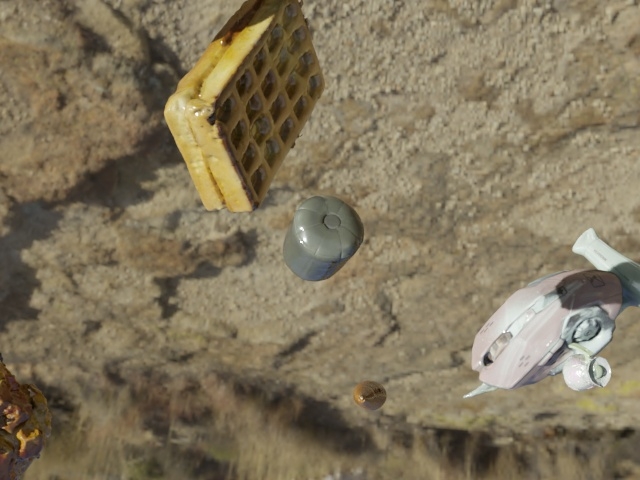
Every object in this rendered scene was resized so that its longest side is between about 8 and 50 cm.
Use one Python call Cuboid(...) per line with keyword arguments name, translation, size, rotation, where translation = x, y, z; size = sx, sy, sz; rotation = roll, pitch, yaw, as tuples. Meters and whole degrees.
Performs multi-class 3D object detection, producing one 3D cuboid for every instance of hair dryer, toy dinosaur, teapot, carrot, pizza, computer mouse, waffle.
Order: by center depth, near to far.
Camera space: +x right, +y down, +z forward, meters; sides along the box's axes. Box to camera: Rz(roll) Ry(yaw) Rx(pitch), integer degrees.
Cuboid(name="carrot", translation=(0.068, 0.229, 1.341), size=(0.048, 0.048, 0.216), rotation=(3, 171, 9))
Cuboid(name="waffle", translation=(-0.105, -0.222, 1.412), size=(0.098, 0.327, 0.224), rotation=(6, 138, 25))
Cuboid(name="teapot", translation=(0.449, 0.213, 1.533), size=(0.064, 0.083, 0.064), rotation=(-18, 179, -27))
Cuboid(name="pizza", translation=(-0.600, 0.339, 1.558), size=(0.278, 0.408, 0.114), rotation=(11, -168, -38))
Cuboid(name="computer mouse", translation=(0.423, 0.177, 1.808), size=(0.389, 0.199, 0.115), rotation=(-37, 128, 7))
Cuboid(name="toy dinosaur", translation=(-0.597, 0.438, 1.817), size=(0.039, 0.126, 0.162), rotation=(32, 179, 0))
Cuboid(name="hair dryer", translation=(0.566, 0.124, 1.882), size=(0.075, 0.206, 0.237), rotation=(13, 115, -53))

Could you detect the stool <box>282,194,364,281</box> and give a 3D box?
Cuboid(name="stool", translation=(0.000, 0.000, 1.203), size=(0.096, 0.096, 0.110), rotation=(15, 148, -12))
